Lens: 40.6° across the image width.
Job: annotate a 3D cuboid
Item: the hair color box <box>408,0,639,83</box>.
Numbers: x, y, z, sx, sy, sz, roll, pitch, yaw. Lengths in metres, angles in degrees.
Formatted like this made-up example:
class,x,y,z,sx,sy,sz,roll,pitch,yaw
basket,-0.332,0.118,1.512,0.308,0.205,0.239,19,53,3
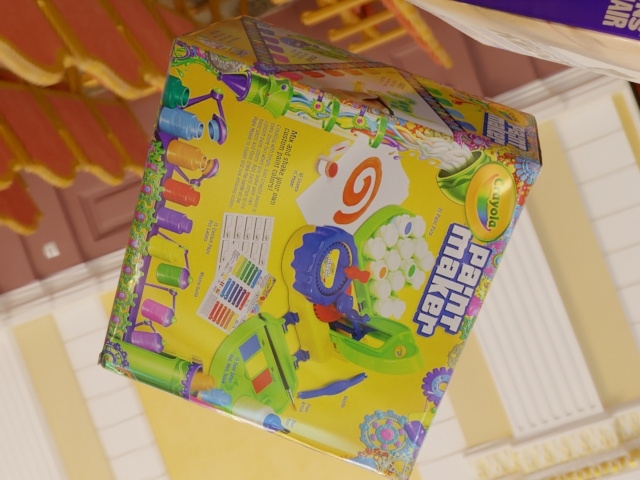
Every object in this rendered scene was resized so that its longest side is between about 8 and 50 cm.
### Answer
class,x,y,z,sx,sy,sz,roll,pitch,yaw
hair color box,0.234,-0.203,0.718,0.185,0.110,0.339,11,-169,-46

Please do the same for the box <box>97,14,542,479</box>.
class,x,y,z,sx,sy,sz,roll,pitch,yaw
box,0.000,0.000,0.733,0.279,0.290,0.177,21,-157,4
